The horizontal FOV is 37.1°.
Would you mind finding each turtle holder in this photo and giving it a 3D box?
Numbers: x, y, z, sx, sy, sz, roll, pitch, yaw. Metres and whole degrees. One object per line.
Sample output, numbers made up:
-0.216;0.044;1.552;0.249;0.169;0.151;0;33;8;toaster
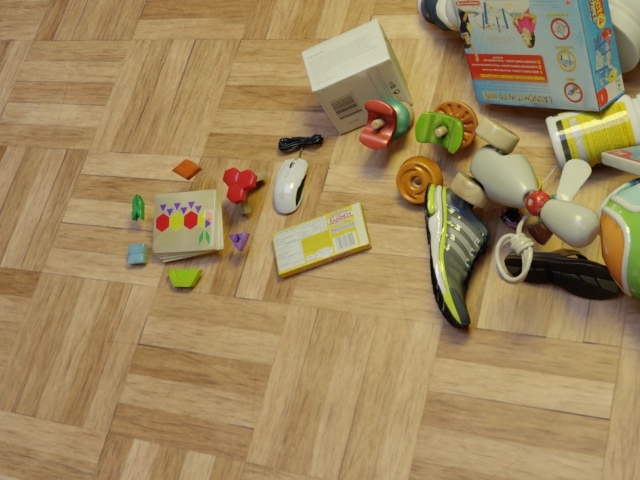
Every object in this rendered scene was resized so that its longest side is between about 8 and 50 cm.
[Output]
0.625;-0.030;1.635;0.320;0.243;0.227;-48;41;0;turtle holder

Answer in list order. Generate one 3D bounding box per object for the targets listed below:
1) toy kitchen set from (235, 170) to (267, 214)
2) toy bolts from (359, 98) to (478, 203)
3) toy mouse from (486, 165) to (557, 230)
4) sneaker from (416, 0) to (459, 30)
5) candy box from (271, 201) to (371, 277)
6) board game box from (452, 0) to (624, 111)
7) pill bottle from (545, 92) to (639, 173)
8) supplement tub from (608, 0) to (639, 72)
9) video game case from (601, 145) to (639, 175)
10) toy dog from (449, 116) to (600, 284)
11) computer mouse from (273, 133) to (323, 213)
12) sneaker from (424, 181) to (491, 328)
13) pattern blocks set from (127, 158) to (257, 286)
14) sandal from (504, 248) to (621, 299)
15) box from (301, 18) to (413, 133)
-0.160;-0.107;2.134;0.083;0.075;0.068;-24;9;-28;toy kitchen set
0.204;-0.209;1.995;0.228;0.158;0.218;25;117;21;toy bolts
0.409;-0.054;1.859;0.161;0.031;0.143;-21;58;12;toy mouse
0.357;-0.584;2.038;0.323;0.130;0.236;-52;26;1;sneaker
0.000;0.000;2.008;0.205;0.027;0.105;-19;57;13;candy box
0.406;-0.409;1.828;0.086;0.302;0.308;-35;30;-29;board game box
0.548;-0.210;1.827;0.208;0.119;0.119;-16;60;15;pill bottle
0.613;-0.520;1.885;0.235;0.235;0.325;26;77;31;supplement tub
0.668;-0.158;1.676;0.285;0.204;0.025;-11;103;-3;video game case
0.390;-0.083;1.760;0.220;0.161;0.334;-47;52;31;toy dog
-0.061;-0.151;2.102;0.106;0.042;0.193;2;66;23;computer mouse
0.270;0.022;1.838;0.121;0.111;0.300;-5;70;4;sneaker
-0.291;-0.037;2.111;0.324;0.026;0.285;6;84;29;pattern blocks set
0.452;0.051;1.771;0.219;0.090;0.060;10;47;34;sandal
0.081;-0.350;2.058;0.181;0.181;0.119;-22;59;12;box
